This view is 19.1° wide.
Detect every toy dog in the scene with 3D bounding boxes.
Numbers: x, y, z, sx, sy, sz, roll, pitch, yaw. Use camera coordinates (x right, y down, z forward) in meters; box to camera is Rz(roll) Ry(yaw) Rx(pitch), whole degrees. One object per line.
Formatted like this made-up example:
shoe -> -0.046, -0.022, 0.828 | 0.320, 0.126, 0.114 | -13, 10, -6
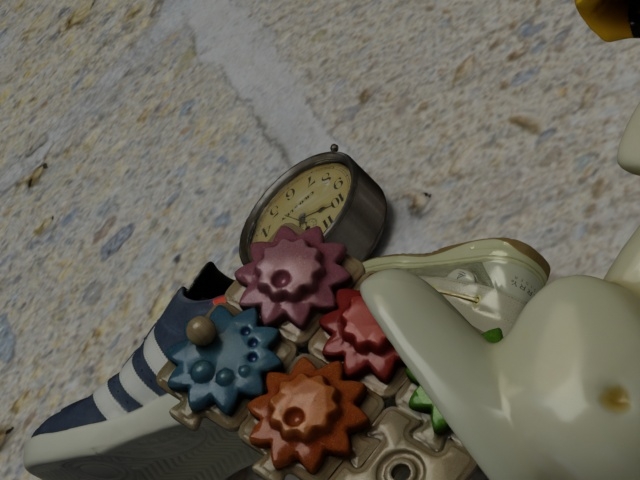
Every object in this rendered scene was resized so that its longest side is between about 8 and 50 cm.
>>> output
toy dog -> 0.285, 0.030, 0.997 | 0.408, 0.284, 0.395 | -42, 45, 7

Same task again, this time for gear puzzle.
gear puzzle -> 0.048, 0.110, 1.283 | 0.339, 0.044, 0.175 | 30, 69, 29

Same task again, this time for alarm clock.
alarm clock -> 0.000, 0.000, 1.608 | 0.129, 0.064, 0.192 | -40, 28, 10

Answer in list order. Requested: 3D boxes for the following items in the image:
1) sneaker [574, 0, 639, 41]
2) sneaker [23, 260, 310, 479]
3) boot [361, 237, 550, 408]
sneaker -> 0.215, -0.109, 0.938 | 0.093, 0.088, 0.225 | -49, 33, -8
sneaker -> -0.106, 0.106, 1.508 | 0.350, 0.131, 0.148 | -23, 52, 41
boot -> 0.063, 0.092, 1.407 | 0.213, 0.077, 0.165 | -16, 44, 42
